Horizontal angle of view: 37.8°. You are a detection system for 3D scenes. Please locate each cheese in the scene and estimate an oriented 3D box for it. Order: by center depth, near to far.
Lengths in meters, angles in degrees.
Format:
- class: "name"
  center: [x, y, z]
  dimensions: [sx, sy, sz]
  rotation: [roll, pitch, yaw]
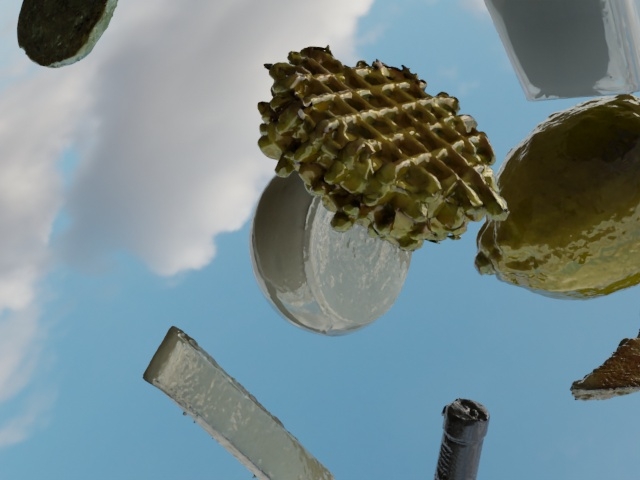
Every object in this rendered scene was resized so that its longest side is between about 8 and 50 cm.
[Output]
- class: "cheese"
  center: [-0.094, 0.257, 1.246]
  dimensions: [0.034, 0.400, 0.085]
  rotation: [-6, -132, 35]

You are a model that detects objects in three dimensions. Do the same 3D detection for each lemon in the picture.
- class: "lemon"
  center: [0.378, -0.053, 1.293]
  dimensions: [0.316, 0.285, 0.285]
  rotation: [-45, -153, 29]

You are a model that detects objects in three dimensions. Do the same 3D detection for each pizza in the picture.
- class: "pizza"
  center: [0.474, 0.209, 1.425]
  dimensions: [0.195, 0.052, 0.185]
  rotation: [-17, -156, -1]

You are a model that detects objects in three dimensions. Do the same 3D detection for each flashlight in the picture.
- class: "flashlight"
  center: [0.207, 0.352, 1.411]
  dimensions: [0.093, 0.093, 0.232]
  rotation: [-131, -135, -58]

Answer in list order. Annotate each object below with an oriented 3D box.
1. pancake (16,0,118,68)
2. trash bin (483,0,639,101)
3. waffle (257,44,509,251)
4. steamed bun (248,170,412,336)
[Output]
- class: "pancake"
  center: [-0.158, -0.154, 0.592]
  dimensions: [0.108, 0.017, 0.108]
  rotation: [-12, -109, 40]
- class: "trash bin"
  center: [0.315, -0.365, 1.094]
  dimensions: [0.296, 0.368, 0.256]
  rotation: [2, -147, 48]
- class: "waffle"
  center: [0.045, -0.075, 0.722]
  dimensions: [0.070, 0.193, 0.197]
  rotation: [-61, -149, 35]
- class: "steamed bun"
  center: [0.000, 0.000, 1.155]
  dimensions: [0.145, 0.232, 0.232]
  rotation: [5, -125, 43]
